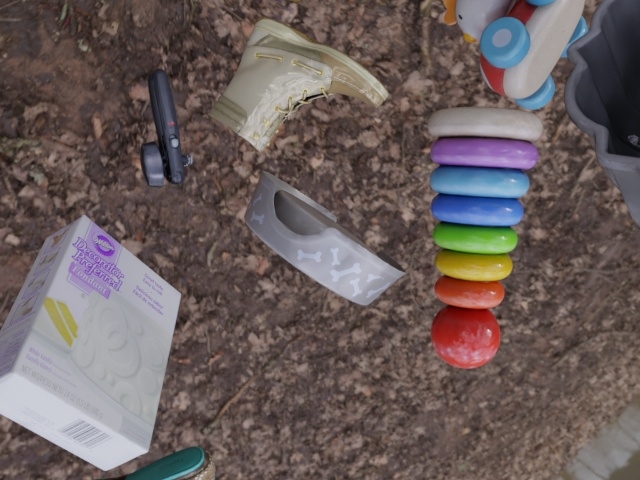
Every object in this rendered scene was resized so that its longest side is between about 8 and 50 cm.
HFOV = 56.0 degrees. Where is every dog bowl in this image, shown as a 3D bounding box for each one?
[{"bbox_3d":[0.000,0.000,1.200,0.349,0.349,0.102,31,97,-27],"label":"dog bowl"}]

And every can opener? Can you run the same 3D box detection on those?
[{"bbox_3d":[-0.246,-0.178,0.955,0.073,0.059,0.186,-7,96,-43],"label":"can opener"}]

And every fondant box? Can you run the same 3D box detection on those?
[{"bbox_3d":[-0.357,0.151,0.949,0.096,0.330,0.238,-29,125,20],"label":"fondant box"}]

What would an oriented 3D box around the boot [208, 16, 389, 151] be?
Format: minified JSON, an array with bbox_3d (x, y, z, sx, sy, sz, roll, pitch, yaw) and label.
[{"bbox_3d":[-0.040,-0.229,1.000,0.262,0.095,0.203,30,90,11],"label":"boot"}]

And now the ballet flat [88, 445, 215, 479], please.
[{"bbox_3d":[-0.209,0.283,0.637,0.206,0.073,0.067,-14,110,-5],"label":"ballet flat"}]

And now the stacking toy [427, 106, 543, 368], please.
[{"bbox_3d":[0.196,0.003,0.770,0.141,0.141,0.330,2,95,-16],"label":"stacking toy"}]

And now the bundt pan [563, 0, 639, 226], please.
[{"bbox_3d":[0.346,-0.097,0.405,0.331,0.330,0.124,-32,131,4],"label":"bundt pan"}]

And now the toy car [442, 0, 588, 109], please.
[{"bbox_3d":[0.301,-0.373,1.037,0.219,0.238,0.210,19,103,-55],"label":"toy car"}]
